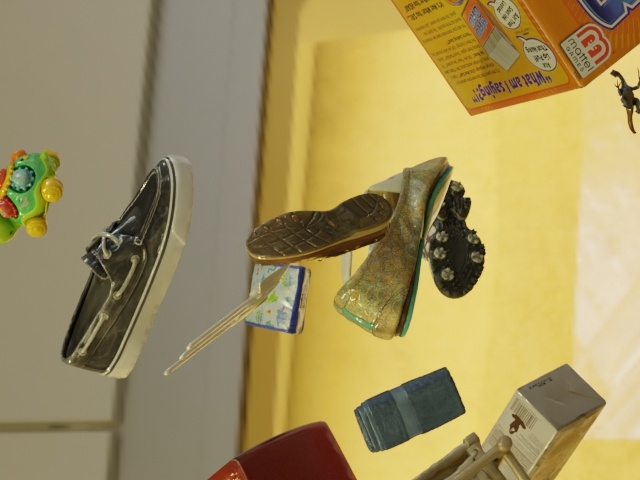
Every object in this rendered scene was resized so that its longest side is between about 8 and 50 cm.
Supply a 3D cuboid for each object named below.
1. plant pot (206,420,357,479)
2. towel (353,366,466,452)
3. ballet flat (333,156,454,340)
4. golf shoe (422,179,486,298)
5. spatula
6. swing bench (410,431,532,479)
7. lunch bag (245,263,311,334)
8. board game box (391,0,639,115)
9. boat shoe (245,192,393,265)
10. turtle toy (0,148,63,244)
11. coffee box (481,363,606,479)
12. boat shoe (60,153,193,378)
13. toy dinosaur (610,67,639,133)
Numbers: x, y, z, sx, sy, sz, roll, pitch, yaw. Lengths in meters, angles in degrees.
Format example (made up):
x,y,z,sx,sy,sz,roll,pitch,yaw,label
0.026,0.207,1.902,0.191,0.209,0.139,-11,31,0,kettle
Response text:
x,y,z,sx,sy,sz,roll,pitch,yaw,label
-0.090,0.483,2.363,0.236,0.267,0.267,10,-136,-55,plant pot
0.100,0.191,1.590,0.029,0.119,0.067,-125,14,-67,towel
0.093,-0.012,1.838,0.348,0.123,0.123,-69,-34,-48,ballet flat
0.234,0.013,2.571,0.120,0.105,0.273,108,165,-46,golf shoe
-0.152,0.128,2.297,0.242,0.168,0.019,-36,-95,-33,spatula
0.144,0.370,1.741,0.165,0.253,0.255,56,169,-2,swing bench
-0.070,0.106,2.623,0.096,0.151,0.128,9,-92,-21,lunch bag
0.308,-0.431,1.940,0.356,0.356,0.356,-38,-80,-15,board game box
0.000,0.000,1.643,0.060,0.178,0.064,91,159,-50,boat shoe
-0.342,-0.048,1.603,0.130,0.066,0.095,-61,26,22,turtle toy
0.337,0.331,2.264,0.141,0.098,0.246,-19,-36,-42,coffee box
-0.250,0.027,1.782,0.102,0.108,0.301,16,-77,-29,boat shoe
0.458,-0.220,2.126,0.082,0.047,0.090,-108,26,-57,toy dinosaur
